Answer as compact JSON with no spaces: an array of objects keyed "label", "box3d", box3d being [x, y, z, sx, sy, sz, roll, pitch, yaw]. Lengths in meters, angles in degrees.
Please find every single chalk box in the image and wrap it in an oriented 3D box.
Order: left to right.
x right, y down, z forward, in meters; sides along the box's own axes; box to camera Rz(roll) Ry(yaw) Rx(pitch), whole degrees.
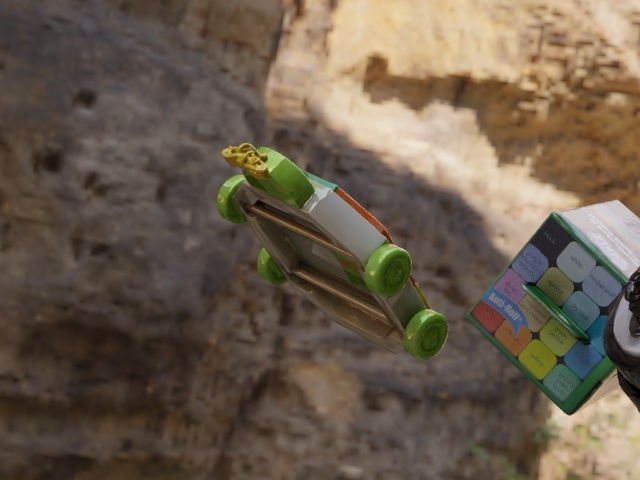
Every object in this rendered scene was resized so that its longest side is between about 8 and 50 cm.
[{"label":"chalk box","box3d":[0.314,0.080,1.898,0.180,0.179,0.289,46,25,18]}]

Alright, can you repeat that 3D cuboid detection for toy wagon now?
[{"label":"toy wagon","box3d":[0.000,0.000,1.754,0.267,0.068,0.344,25,-24,41]}]

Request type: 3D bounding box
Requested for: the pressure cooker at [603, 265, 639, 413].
[{"label":"pressure cooker","box3d":[0.457,0.088,1.370,0.420,0.375,0.370,49,-44,-10]}]
